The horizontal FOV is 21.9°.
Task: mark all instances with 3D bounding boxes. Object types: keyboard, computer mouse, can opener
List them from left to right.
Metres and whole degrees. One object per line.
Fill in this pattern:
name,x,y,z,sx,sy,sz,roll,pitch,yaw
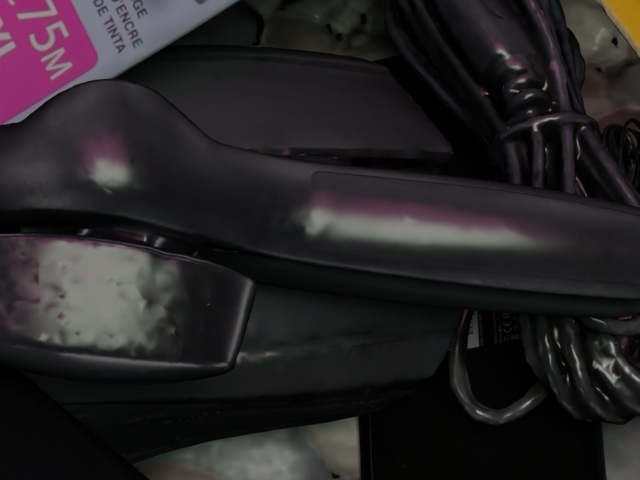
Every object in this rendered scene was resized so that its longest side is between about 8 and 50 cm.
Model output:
computer mouse,-0.043,-0.010,0.468,0.272,0.072,0.189,-16,61,-2
can opener,0.000,0.000,0.406,0.186,0.059,0.073,4,87,-14
keyboard,0.062,0.022,0.509,0.100,0.038,0.192,-10,61,18

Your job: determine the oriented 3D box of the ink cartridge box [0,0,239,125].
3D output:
ink cartridge box,-0.036,-0.143,0.505,0.311,0.065,0.186,-32,36,-15

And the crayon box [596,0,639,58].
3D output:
crayon box,0.221,-0.111,0.554,0.322,0.083,0.203,-24,66,-16

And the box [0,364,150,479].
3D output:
box,-0.101,0.127,0.359,0.261,0.103,0.184,38,91,15
